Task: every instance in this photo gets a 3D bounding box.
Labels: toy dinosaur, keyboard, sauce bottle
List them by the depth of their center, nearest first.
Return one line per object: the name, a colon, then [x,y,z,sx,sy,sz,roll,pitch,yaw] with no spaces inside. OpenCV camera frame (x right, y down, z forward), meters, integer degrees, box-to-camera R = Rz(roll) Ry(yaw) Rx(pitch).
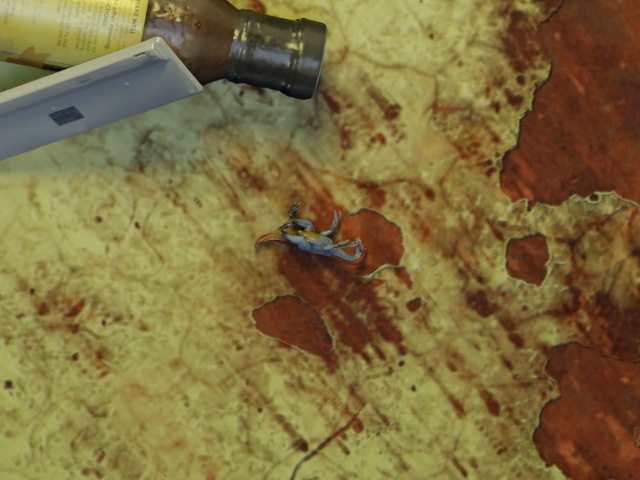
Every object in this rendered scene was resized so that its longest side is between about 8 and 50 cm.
sauce bottle: [-0.168,-0.188,1.502,0.344,0.111,0.111,12,105,-6]
keyboard: [-0.228,-0.116,1.507,0.256,0.014,0.072,-16,143,25]
toy dinosaur: [0.000,0.000,1.619,0.082,0.047,0.090,42,133,-23]
